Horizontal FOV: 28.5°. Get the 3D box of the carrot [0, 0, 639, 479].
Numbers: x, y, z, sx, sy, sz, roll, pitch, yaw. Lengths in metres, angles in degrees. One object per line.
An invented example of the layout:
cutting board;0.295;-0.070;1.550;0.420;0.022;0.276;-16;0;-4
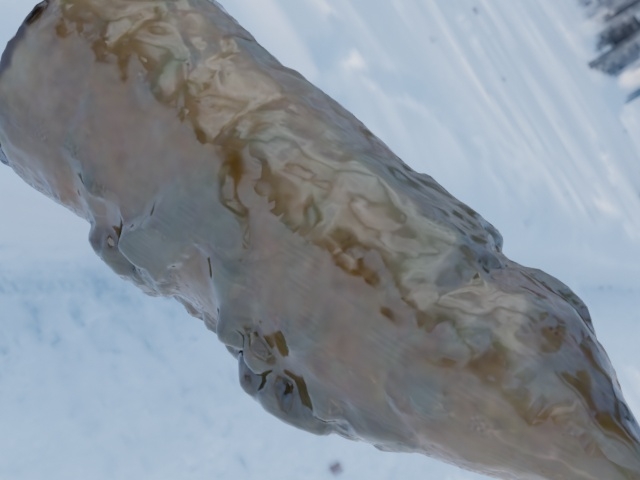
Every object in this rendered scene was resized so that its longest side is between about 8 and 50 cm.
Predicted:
carrot;0.000;0.000;0.389;0.263;0.102;0.102;36;1;33
